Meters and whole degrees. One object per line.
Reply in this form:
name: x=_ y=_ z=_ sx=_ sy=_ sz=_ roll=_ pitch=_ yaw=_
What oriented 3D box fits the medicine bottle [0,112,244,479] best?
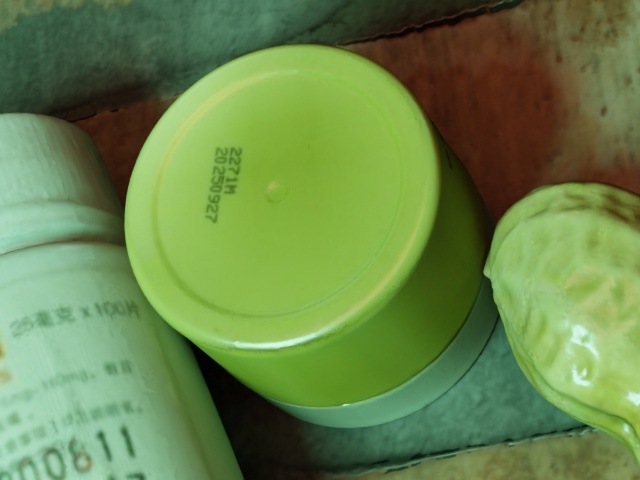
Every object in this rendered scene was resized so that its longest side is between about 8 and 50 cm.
medicine bottle: x=-0.184 y=0.112 z=1.191 sx=0.211 sy=0.211 sz=0.371 roll=-29 pitch=63 yaw=8

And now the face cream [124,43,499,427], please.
face cream: x=0.000 y=0.000 z=1.184 sx=0.218 sy=0.179 sz=0.218 roll=-7 pitch=67 yaw=17

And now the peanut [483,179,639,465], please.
peanut: x=0.217 y=0.085 z=1.097 sx=0.147 sy=0.147 sz=0.305 roll=-42 pitch=67 yaw=0
